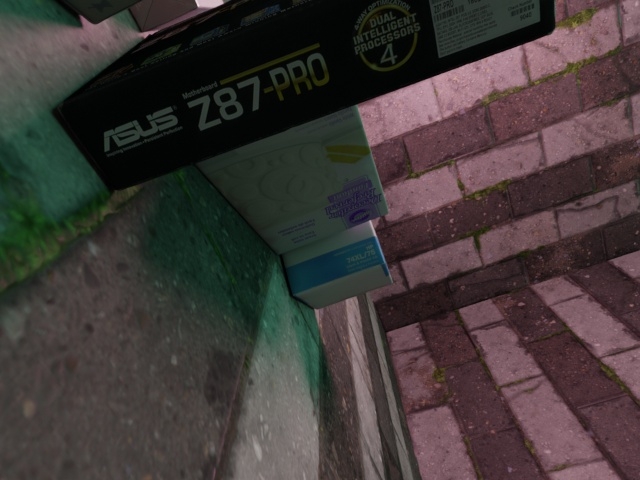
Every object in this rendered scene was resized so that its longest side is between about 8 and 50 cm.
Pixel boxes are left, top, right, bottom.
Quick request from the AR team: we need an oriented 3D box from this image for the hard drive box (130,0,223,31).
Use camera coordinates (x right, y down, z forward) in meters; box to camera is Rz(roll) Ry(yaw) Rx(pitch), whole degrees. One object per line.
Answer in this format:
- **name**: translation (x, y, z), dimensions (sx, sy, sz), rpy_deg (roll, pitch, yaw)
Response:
- **hard drive box**: translation (-0.235, -0.417, 0.631), dimensions (0.232, 0.089, 0.181), rpy_deg (-96, 165, -61)

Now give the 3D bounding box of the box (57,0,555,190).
- **box**: translation (-0.024, -0.220, 0.462), dimensions (0.318, 0.395, 0.097), rpy_deg (-97, 167, -56)

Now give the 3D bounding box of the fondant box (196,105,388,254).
- **fondant box**: translation (-0.032, -0.118, 0.724), dimensions (0.330, 0.238, 0.096), rpy_deg (56, 15, -60)

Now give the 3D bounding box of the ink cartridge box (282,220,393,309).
- **ink cartridge box**: translation (0.019, -0.015, 0.968), dimensions (0.198, 0.197, 0.270), rpy_deg (51, 20, -68)

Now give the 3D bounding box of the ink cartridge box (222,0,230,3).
- **ink cartridge box**: translation (-0.182, -0.610, 1.032), dimensions (0.119, 0.207, 0.353), rpy_deg (2, 69, -80)

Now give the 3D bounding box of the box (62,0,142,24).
- **box**: translation (-0.241, -0.386, 0.388), dimensions (0.148, 0.121, 0.311), rpy_deg (19, 51, -79)
